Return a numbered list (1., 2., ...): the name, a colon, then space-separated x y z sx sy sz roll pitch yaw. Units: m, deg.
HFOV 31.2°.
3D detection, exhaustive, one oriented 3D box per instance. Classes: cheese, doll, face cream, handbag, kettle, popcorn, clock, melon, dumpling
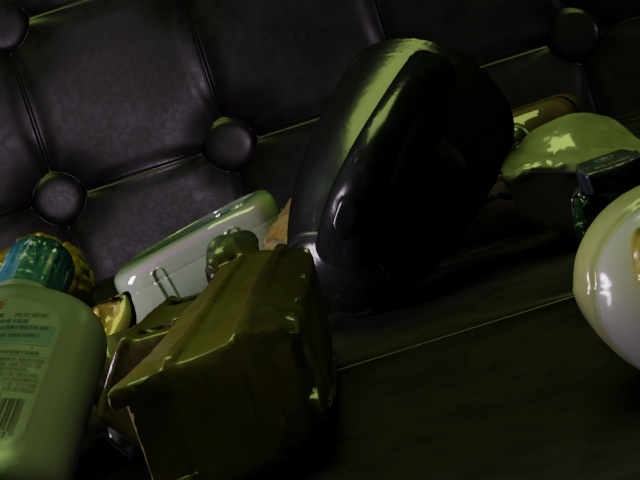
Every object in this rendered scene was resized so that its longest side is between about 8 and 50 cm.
1. cheese: -0.162 0.119 0.934 0.047 0.092 0.171 -44 3 8
2. doll: 0.213 0.009 0.672 0.141 0.117 0.296 -14 5 7
3. face cream: -0.243 0.098 0.856 0.163 0.080 0.337 -6 27 1
4. handbag: 0.213 -0.081 1.505 0.301 0.149 0.283 -17 8 18
5. kettle: 0.065 -0.066 1.196 0.290 0.207 0.268 -59 -14 -34
6. popcorn: -0.521 0.092 2.041 0.250 0.190 0.250 -22 16 6
7. clock: -0.169 0.021 1.771 0.265 0.109 0.324 -29 6 2
8. melon: -0.312 0.133 1.469 0.160 0.079 0.128 -22 -12 -34
9. dumpling: 0.293 -0.070 1.253 0.162 0.132 0.250 -21 -17 35

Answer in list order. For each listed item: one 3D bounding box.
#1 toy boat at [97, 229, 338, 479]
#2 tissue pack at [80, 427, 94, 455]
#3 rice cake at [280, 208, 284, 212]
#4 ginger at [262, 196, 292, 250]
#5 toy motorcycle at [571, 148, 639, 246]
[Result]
1. toy boat: -0.076 0.080 0.835 0.162 0.136 0.445 -17 6 3
2. tissue pack: -0.306 0.169 0.989 0.173 0.073 0.235 -20 6 -24
3. rice cake: -0.031 -0.014 1.951 0.050 0.106 0.298 -62 11 -3
4. ginger: 0.000 0.000 1.448 0.190 0.126 0.354 -50 5 11
5. toy motorcycle: 0.331 -0.051 0.942 0.274 0.125 0.187 -18 14 -1
